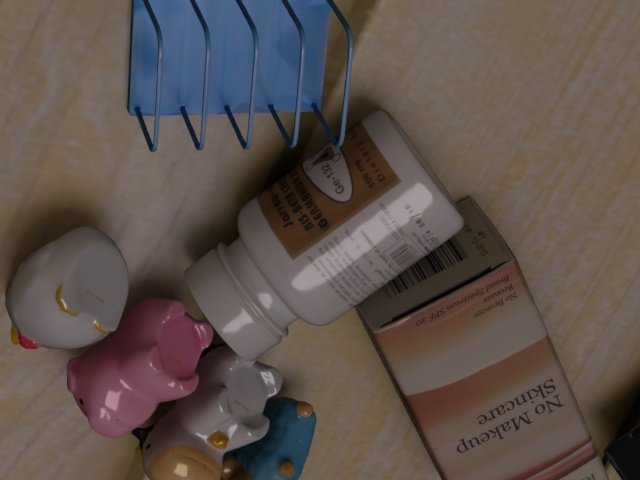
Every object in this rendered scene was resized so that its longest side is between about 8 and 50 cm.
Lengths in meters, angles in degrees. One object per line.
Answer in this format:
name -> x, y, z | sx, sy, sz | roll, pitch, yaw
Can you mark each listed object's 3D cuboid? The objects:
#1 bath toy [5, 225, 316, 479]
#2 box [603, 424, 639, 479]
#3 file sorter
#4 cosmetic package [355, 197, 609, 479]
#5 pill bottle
bath toy -> -0.160, 0.124, 1.575 | 0.348, 0.129, 0.151 | 45, 56, -34
box -> 0.498, 0.245, 1.771 | 0.294, 0.183, 0.296 | -38, 135, 9
file sorter -> -0.067, -0.141, 1.449 | 0.170, 0.104, 0.118 | -2, 120, -15
cosmetic package -> 0.148, 0.128, 1.658 | 0.153, 0.129, 0.296 | -29, 124, 0
pill bottle -> 0.000, 0.000, 1.537 | 0.229, 0.131, 0.131 | -36, 123, 6
